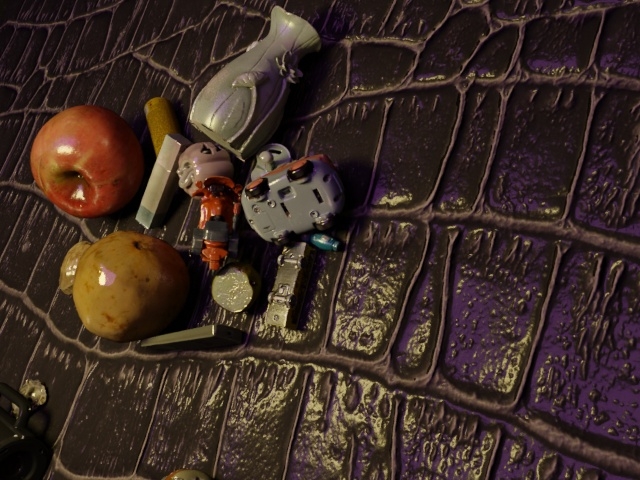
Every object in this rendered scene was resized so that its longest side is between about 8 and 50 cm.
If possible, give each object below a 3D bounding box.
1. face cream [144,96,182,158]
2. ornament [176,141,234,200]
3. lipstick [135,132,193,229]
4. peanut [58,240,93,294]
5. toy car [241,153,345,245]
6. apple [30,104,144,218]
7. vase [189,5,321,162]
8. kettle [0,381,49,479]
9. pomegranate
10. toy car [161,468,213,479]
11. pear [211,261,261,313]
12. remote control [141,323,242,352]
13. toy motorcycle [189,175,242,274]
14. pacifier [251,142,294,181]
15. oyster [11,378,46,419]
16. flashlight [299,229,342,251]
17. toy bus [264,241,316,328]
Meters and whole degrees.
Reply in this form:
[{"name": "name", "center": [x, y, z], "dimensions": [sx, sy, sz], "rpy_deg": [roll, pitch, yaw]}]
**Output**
[{"name": "face cream", "center": [-0.517, -0.338, 1.953], "dimensions": [0.105, 0.105, 0.348], "rpy_deg": [-35, 55, 16]}, {"name": "ornament", "center": [-0.356, -0.209, 1.745], "dimensions": [0.178, 0.177, 0.177], "rpy_deg": [-13, 65, 28]}, {"name": "lipstick", "center": [-0.499, -0.185, 1.824], "dimensions": [0.068, 0.066, 0.317], "rpy_deg": [35, 115, 17]}, {"name": "peanut", "center": [-0.804, 0.093, 1.959], "dimensions": [0.233, 0.110, 0.196], "rpy_deg": [1, 67, 33]}, {"name": "toy car", "center": [-0.064, -0.125, 1.521], "dimensions": [0.271, 0.180, 0.212], "rpy_deg": [-21, 23, 18]}, {"name": "apple", "center": [-0.775, -0.274, 1.943], "dimensions": [0.364, 0.364, 0.363], "rpy_deg": [-13, 65, 28]}, {"name": "vase", "center": [-0.184, -0.474, 1.710], "dimensions": [0.250, 0.250, 0.445], "rpy_deg": [30, 82, 37]}, {"name": "kettle", "center": [-1.028, 0.629, 1.813], "dimensions": [0.308, 0.203, 0.262], "rpy_deg": [18, 114, 39]}, {"name": "pomegranate", "center": [-0.558, 0.138, 1.667], "dimensions": [0.343, 0.342, 0.342], "rpy_deg": [-13, 65, 28]}, {"name": "toy car", "center": [-0.370, 0.679, 1.437], "dimensions": [0.235, 0.145, 0.235], "rpy_deg": [-28, 50, 39]}, {"name": "pear", "center": [-0.222, 0.126, 1.573], "dimensions": [0.141, 0.104, 0.140], "rpy_deg": [2, 95, 21]}, {"name": "remote control", "center": [-0.360, 0.273, 1.593], "dimensions": [0.286, 0.123, 0.038], "rpy_deg": [-14, 65, 30]}, {"name": "toy motorcycle", "center": [-0.287, -0.055, 1.596], "dimensions": [0.325, 0.148, 0.221], "rpy_deg": [-109, 25, -61]}, {"name": "pacifier", "center": [-0.140, -0.219, 1.658], "dimensions": [0.127, 0.116, 0.150], "rpy_deg": [18, 77, 11]}, {"name": "oyster", "center": [-0.990, 0.535, 1.935], "dimensions": [0.166, 0.053, 0.108], "rpy_deg": [-36, 81, 7]}, {"name": "flashlight", "center": [0.000, 0.000, 1.520], "dimensions": [0.129, 0.051, 0.051], "rpy_deg": [19, 82, 30]}, {"name": "toy bus", "center": [-0.077, 0.116, 1.501], "dimensions": [0.081, 0.074, 0.226], "rpy_deg": [4, 73, 35]}]
